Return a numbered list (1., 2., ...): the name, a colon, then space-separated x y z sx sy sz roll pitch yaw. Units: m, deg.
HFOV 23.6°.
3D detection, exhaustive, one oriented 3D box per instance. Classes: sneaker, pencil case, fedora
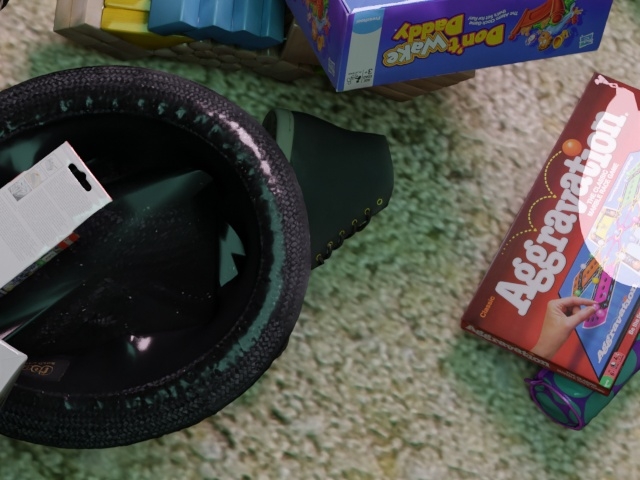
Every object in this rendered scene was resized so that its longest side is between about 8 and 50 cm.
1. sneaker: 0.000 0.000 1.336 0.118 0.083 0.222 9 83 -17
2. pencil case: 0.258 0.099 1.384 0.152 0.064 0.070 -45 105 -15
3. fedora: -0.170 0.018 1.249 0.334 0.152 0.334 0 82 3

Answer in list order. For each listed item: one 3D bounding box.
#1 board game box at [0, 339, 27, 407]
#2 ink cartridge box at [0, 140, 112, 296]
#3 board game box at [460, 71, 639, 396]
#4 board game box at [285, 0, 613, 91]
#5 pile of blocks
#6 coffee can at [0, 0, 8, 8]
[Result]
1. board game box: -0.348 0.099 1.097 0.224 0.303 0.097 35 62 -4
2. ink cartridge box: -0.219 -0.016 1.165 0.115 0.029 0.063 -38 81 -3
3. board game box: 0.253 -0.012 1.383 0.145 0.027 0.281 24 71 16
4. board game box: 0.063 -0.279 1.292 0.233 0.078 0.347 -10 48 -18
5. pile of blocks: -0.043 -0.213 1.327 0.362 0.149 0.112 7 77 -11
6. coffee can: -0.379 -0.127 1.163 0.201 0.201 0.275 24 68 -7
